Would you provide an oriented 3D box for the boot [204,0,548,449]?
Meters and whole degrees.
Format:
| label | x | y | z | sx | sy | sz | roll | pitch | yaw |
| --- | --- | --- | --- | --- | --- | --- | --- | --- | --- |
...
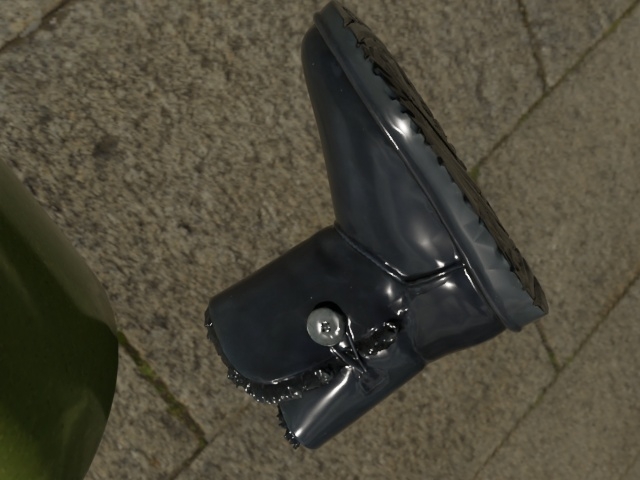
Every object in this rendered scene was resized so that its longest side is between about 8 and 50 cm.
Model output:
| label | x | y | z | sx | sy | sz | roll | pitch | yaw |
| --- | --- | --- | --- | --- | --- | --- | --- | --- | --- |
| boot | 0.000 | 0.000 | 0.559 | 0.207 | 0.094 | 0.246 | -32 | 95 | 18 |

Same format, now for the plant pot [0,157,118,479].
| label | x | y | z | sx | sy | sz | roll | pitch | yaw |
| --- | --- | --- | --- | --- | --- | --- | --- | --- | --- |
| plant pot | -0.248 | -0.018 | 0.277 | 0.275 | 0.275 | 0.293 | -38 | 136 | -24 |
